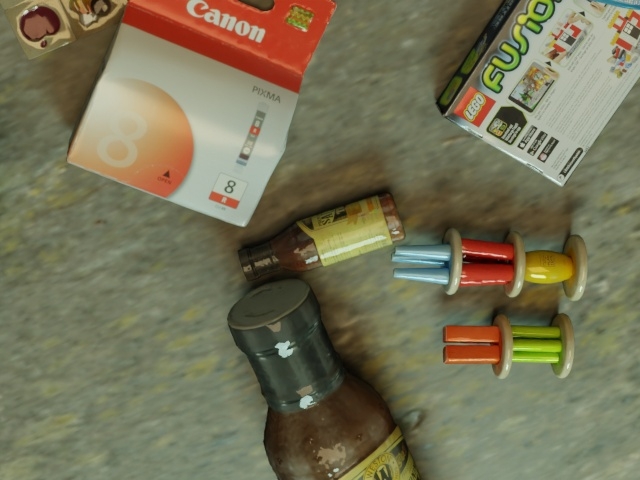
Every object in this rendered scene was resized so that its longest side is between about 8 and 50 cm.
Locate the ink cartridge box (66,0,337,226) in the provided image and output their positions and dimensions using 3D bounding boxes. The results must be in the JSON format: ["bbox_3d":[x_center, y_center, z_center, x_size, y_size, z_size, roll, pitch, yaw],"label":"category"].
[{"bbox_3d":[-0.084,-0.112,0.944,0.145,0.045,0.179,21,113,-17],"label":"ink cartridge box"}]

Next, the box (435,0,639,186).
[{"bbox_3d":[0.189,-0.154,0.958,0.114,0.036,0.207,29,107,-15],"label":"box"}]

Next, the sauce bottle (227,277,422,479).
[{"bbox_3d":[0.022,0.192,1.047,0.111,0.111,0.344,-23,113,5],"label":"sauce bottle"}]

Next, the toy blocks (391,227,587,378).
[{"bbox_3d":[0.126,0.050,1.028,0.148,0.054,0.123,3,112,-6],"label":"toy blocks"}]

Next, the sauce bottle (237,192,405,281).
[{"bbox_3d":[0.000,0.000,1.003,0.128,0.042,0.042,-18,113,1],"label":"sauce bottle"}]

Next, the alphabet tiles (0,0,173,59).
[{"bbox_3d":[-0.137,-0.258,0.903,0.237,0.009,0.198,-21,112,3],"label":"alphabet tiles"}]

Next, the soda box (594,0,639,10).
[{"bbox_3d":[0.126,-0.212,0.884,0.210,0.067,0.071,13,106,5],"label":"soda box"}]
